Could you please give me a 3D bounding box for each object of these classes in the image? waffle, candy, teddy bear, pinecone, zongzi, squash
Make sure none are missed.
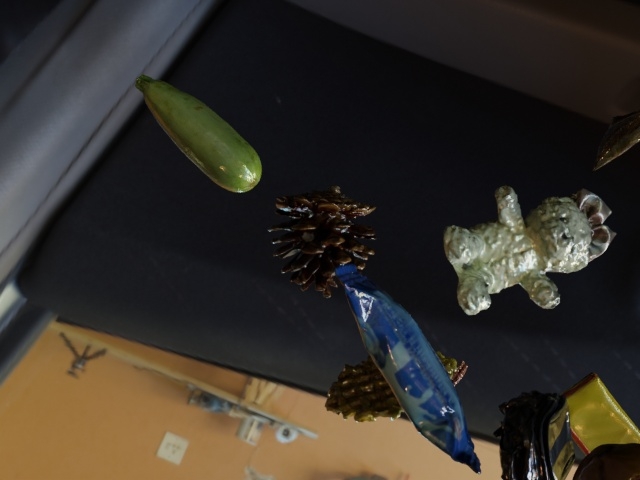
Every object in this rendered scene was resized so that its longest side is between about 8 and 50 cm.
[{"bbox_3d":[0.350,0.350,1.745,0.029,0.083,0.075,36,121,14],"label":"waffle"},{"bbox_3d":[0.125,0.167,0.954,0.331,0.077,0.187,59,-171,10],"label":"candy"},{"bbox_3d":[0.534,0.011,1.673,0.362,0.328,0.375,-16,178,25],"label":"teddy bear"},{"bbox_3d":[0.009,0.003,1.541,0.264,0.264,0.264,21,162,7],"label":"pinecone"},{"bbox_3d":[0.854,-0.282,1.879,0.084,0.184,0.187,35,170,-7],"label":"zongzi"},{"bbox_3d":[-0.267,-0.237,1.470,0.370,0.118,0.118,42,168,18],"label":"squash"},{"bbox_3d":[0.171,0.351,1.664,0.302,0.325,0.068,-5,105,35],"label":"waffle"}]

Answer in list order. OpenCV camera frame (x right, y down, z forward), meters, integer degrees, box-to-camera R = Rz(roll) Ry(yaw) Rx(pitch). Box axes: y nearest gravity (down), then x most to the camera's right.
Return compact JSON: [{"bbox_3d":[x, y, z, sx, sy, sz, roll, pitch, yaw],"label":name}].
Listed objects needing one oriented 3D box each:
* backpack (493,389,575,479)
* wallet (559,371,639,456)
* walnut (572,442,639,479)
[{"bbox_3d":[0.418,0.412,1.343,0.133,0.206,0.258,-12,-178,29],"label":"backpack"},{"bbox_3d":[0.654,0.440,1.576,0.241,0.141,0.067,53,-170,-1],"label":"wallet"},{"bbox_3d":[0.503,0.447,1.001,0.209,0.209,0.336,-5,122,56],"label":"walnut"}]
